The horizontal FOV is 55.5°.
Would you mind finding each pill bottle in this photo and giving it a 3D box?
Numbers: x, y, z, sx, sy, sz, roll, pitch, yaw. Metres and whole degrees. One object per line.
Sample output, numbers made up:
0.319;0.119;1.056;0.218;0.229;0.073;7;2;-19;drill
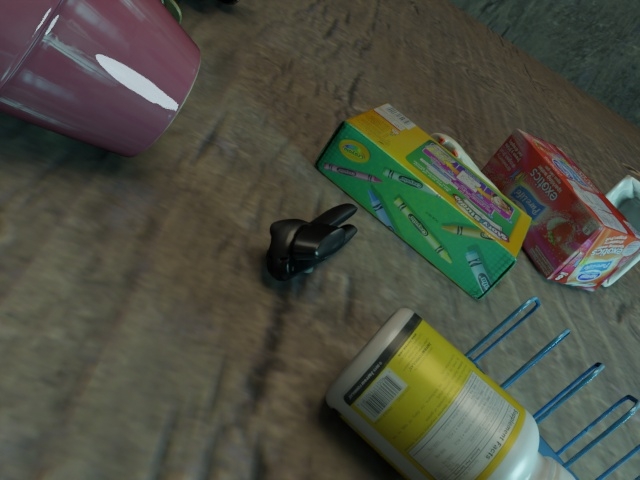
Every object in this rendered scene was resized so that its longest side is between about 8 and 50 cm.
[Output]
0.101;0.148;0.477;0.184;0.103;0.103;42;31;9;pill bottle

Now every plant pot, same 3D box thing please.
-0.215;-0.174;0.536;0.180;0.201;0.201;33;27;-35;plant pot

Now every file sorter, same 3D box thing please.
0.217;0.147;0.557;0.170;0.104;0.118;49;9;22;file sorter

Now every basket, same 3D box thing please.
0.519;-0.019;1.056;0.113;0.167;0.103;47;28;18;basket

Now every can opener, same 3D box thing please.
0.000;0.000;0.630;0.073;0.059;0.186;15;16;18;can opener

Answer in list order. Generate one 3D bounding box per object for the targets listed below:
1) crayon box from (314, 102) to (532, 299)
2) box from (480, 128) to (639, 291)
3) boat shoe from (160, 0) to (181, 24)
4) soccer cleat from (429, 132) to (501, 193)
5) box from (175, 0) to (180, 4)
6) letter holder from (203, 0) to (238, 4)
0.147;-0.064;0.829;0.278;0.081;0.165;41;32;7;crayon box
0.388;-0.054;1.011;0.128;0.123;0.257;14;37;-33;box
-0.267;-0.345;0.820;0.177;0.064;0.060;25;35;-14;boat shoe
0.236;-0.090;0.975;0.196;0.068;0.076;54;30;15;soccer cleat
-0.295;-0.466;0.829;0.261;0.103;0.184;39;-6;10;box
-0.262;-0.512;0.999;0.302;0.214;0.152;42;0;10;letter holder
